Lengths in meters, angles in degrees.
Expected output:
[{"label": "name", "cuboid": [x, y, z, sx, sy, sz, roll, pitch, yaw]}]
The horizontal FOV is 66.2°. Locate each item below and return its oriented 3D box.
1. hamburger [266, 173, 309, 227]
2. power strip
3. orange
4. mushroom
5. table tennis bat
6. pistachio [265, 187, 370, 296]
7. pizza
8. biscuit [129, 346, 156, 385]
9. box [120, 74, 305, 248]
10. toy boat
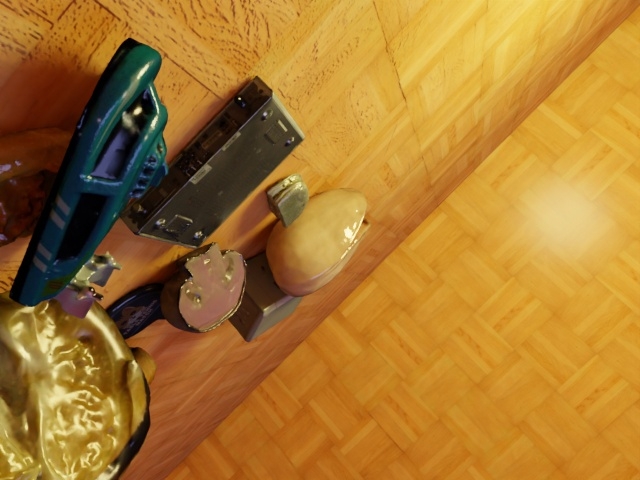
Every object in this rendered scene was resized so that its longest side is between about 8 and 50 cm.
[{"label": "hamburger", "cuboid": [-0.060, -0.087, 0.972, 0.084, 0.054, 0.121, -39, 157, -10]}, {"label": "power strip", "cuboid": [-0.121, 0.116, 1.184, 0.224, 0.140, 0.139, -28, 157, -44]}, {"label": "orange", "cuboid": [-0.378, 0.195, 0.555, 0.210, 0.270, 0.369, -19, 172, 22]}, {"label": "mushroom", "cuboid": [-0.225, 0.091, 0.900, 0.117, 0.141, 0.188, -18, -165, 30]}, {"label": "table tennis bat", "cuboid": [-0.329, 0.139, 0.940, 0.150, 0.027, 0.236, -46, 162, 6]}, {"label": "pistachio", "cuboid": [0.000, 0.000, 1.099, 0.299, 0.187, 0.187, -44, 167, -28]}, {"label": "pizza", "cuboid": [-0.342, -0.011, 0.446, 0.271, 0.056, 0.134, -36, 155, -23]}, {"label": "biscuit", "cuboid": [-0.423, 0.329, 0.913, 0.296, 0.102, 0.296, -43, -172, 7]}, {"label": "box", "cuboid": [-0.146, -0.099, 0.731, 0.270, 0.045, 0.211, -44, 166, 2]}, {"label": "toy boat", "cuboid": [-0.210, -0.049, 0.492, 0.299, 0.092, 0.134, -50, -158, 29]}]
